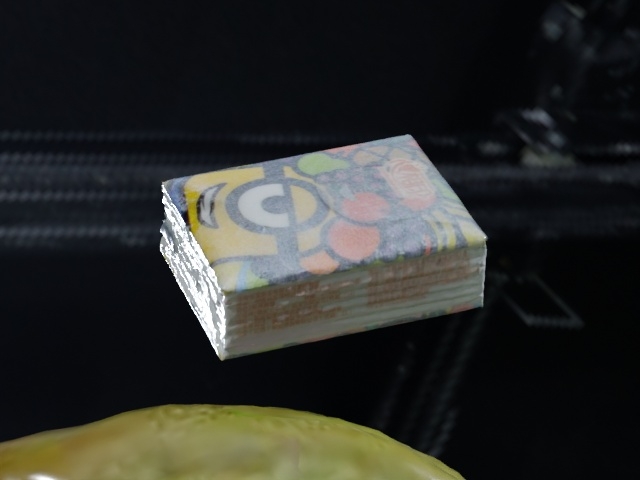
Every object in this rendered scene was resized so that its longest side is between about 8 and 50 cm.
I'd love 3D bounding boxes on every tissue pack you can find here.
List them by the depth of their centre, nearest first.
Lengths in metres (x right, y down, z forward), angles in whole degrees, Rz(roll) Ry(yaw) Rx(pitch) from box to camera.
[{"bbox_3d":[0.000,0.000,0.582,0.083,0.063,0.035,-13,-54,-17],"label":"tissue pack"}]

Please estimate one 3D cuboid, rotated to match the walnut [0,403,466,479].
[{"bbox_3d":[-0.048,0.173,0.561,0.282,0.227,0.283,-3,-69,-8],"label":"walnut"}]
